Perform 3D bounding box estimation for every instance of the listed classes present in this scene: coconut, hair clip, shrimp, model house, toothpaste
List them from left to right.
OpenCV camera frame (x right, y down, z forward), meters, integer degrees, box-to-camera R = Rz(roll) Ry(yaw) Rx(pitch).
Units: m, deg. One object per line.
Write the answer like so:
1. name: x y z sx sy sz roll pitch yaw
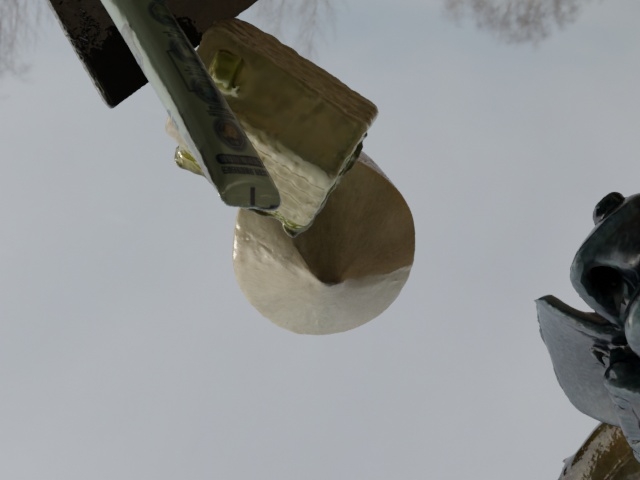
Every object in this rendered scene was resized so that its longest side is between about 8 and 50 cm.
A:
1. toothpaste: -0.100 -0.116 0.525 0.062 0.039 0.239 2 -129 -57
2. model house: -0.056 -0.115 0.810 0.193 0.175 0.234 34 -179 -2
3. coconut: 0.000 0.000 1.181 0.328 0.329 0.329 14 -147 -9
4. shrimp: 0.262 0.183 0.664 0.063 0.287 0.152 43 -170 19
5. hair clip: 0.251 0.060 0.438 0.206 0.310 0.194 -29 -155 0

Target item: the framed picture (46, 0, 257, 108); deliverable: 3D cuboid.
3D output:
1. framed picture: -0.151 -0.322 0.764 0.013 0.244 0.324 16 -130 41
